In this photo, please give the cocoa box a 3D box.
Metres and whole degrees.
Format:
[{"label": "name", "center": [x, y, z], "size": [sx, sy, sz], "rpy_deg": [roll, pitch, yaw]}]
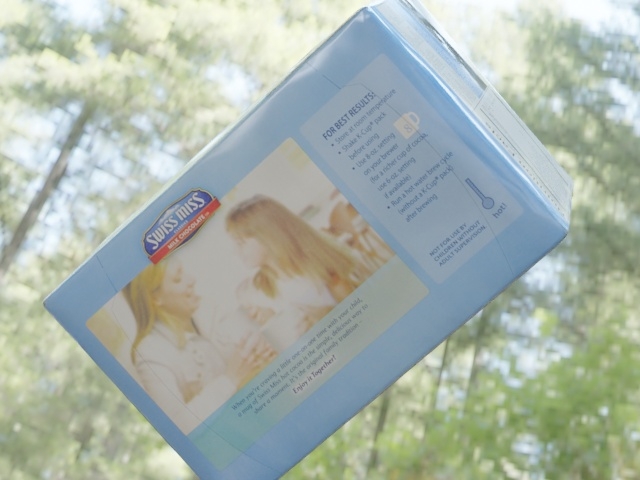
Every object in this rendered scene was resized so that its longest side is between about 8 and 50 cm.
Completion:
[{"label": "cocoa box", "center": [0.000, 0.000, 1.339], "size": [0.347, 0.228, 0.231], "rpy_deg": [-41, -87, 14]}]
